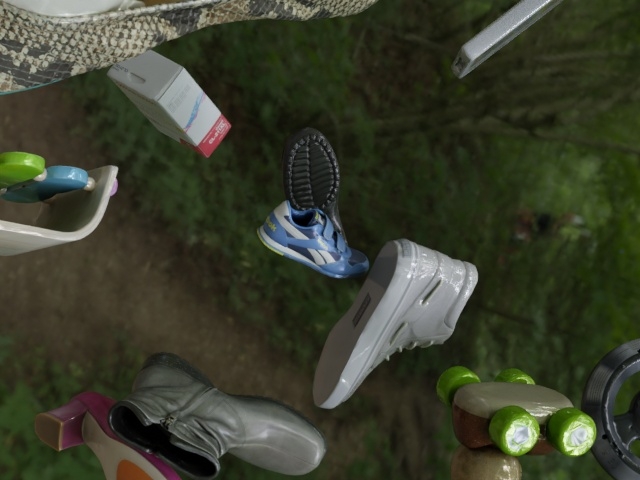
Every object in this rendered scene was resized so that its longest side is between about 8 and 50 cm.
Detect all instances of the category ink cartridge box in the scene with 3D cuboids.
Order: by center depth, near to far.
[{"bbox_3d":[-0.240,-0.225,1.656,0.072,0.127,0.175,-53,148,-9],"label":"ink cartridge box"}]

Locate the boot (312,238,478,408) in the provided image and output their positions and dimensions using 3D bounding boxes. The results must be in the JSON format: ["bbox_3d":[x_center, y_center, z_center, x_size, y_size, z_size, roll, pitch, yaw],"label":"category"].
[{"bbox_3d":[0.092,0.118,1.253,0.095,0.123,0.258,-99,-148,-51],"label":"boot"}]

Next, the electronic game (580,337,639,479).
[{"bbox_3d":[0.485,0.251,1.474,0.048,0.229,0.229,107,4,-75],"label":"electronic game"}]

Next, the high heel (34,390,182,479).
[{"bbox_3d":[-0.215,0.247,1.209,0.117,0.244,0.082,-13,114,-53],"label":"high heel"}]

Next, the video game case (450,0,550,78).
[{"bbox_3d":[0.270,-0.298,1.337,0.227,0.026,0.206,-37,180,4],"label":"video game case"}]

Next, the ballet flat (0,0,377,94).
[{"bbox_3d":[-0.124,-0.243,0.829,0.483,0.164,0.182,-17,164,-28],"label":"ballet flat"}]

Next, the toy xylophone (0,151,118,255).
[{"bbox_3d":[-0.352,-0.044,0.884,0.323,0.236,0.081,17,71,-51],"label":"toy xylophone"}]

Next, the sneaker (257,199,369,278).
[{"bbox_3d":[0.000,0.000,1.215,0.059,0.144,0.053,-60,-158,20],"label":"sneaker"}]

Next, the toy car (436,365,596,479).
[{"bbox_3d":[0.210,0.261,1.201,0.155,0.149,0.188,-146,-116,-65],"label":"toy car"}]

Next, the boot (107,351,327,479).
[{"bbox_3d":[-0.112,0.223,1.137,0.083,0.246,0.161,-62,-174,16],"label":"boot"}]

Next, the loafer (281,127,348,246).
[{"bbox_3d":[-0.016,-0.061,1.439,0.078,0.080,0.220,-122,-160,-57],"label":"loafer"}]
